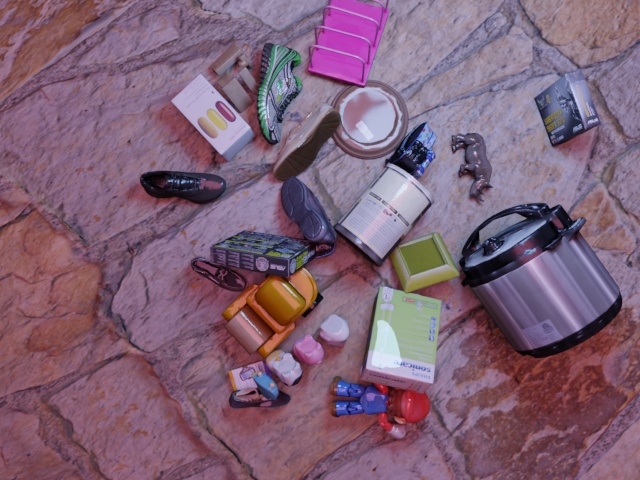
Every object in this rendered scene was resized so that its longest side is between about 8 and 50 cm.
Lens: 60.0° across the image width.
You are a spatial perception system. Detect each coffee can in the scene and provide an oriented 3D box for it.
[{"bbox_3d":[0.203,-0.081,1.790,0.201,0.201,0.275,41,88,3],"label":"coffee can"}]

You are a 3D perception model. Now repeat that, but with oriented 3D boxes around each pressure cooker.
[{"bbox_3d":[0.649,0.096,1.690,0.370,0.375,0.420,-36,88,2],"label":"pressure cooker"}]

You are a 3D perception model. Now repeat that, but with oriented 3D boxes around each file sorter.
[{"bbox_3d":[0.094,-0.696,1.814,0.202,0.182,0.290,17,81,5],"label":"file sorter"}]

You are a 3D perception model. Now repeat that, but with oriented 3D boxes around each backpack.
[{"bbox_3d":[0.317,-0.298,1.830,0.117,0.158,0.173,38,76,-6],"label":"backpack"},{"bbox_3d":[0.000,0.000,1.847,0.105,0.084,0.114,-18,80,2],"label":"backpack"}]

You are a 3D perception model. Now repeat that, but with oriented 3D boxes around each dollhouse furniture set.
[{"bbox_3d":[-0.285,-0.559,1.910,0.144,0.123,0.151,-42,52,-1],"label":"dollhouse furniture set"}]

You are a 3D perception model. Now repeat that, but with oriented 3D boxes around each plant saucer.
[{"bbox_3d":[0.165,-0.417,1.890,0.278,0.041,0.277,0,88,0],"label":"plant saucer"},{"bbox_3d":[0.333,0.059,1.811,0.188,0.045,0.188,-18,52,0],"label":"plant saucer"}]

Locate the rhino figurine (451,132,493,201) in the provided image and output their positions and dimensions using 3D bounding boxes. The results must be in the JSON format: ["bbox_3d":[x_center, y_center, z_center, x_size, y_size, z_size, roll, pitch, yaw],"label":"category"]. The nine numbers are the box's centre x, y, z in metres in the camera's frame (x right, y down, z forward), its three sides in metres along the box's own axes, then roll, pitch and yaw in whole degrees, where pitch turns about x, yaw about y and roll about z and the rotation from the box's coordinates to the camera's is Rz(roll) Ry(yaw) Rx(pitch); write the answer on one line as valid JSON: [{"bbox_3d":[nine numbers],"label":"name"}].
[{"bbox_3d":[0.518,-0.248,1.860,0.106,0.073,0.243,-15,88,3],"label":"rhino figurine"}]

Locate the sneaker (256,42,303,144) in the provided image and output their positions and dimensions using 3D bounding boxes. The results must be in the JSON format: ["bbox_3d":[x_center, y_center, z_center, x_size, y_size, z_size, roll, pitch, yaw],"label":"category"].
[{"bbox_3d":[-0.136,-0.489,1.852,0.146,0.134,0.343,6,87,-1],"label":"sneaker"}]

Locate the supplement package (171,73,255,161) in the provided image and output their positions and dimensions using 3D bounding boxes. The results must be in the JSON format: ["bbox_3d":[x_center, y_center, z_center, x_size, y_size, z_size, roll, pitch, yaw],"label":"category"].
[{"bbox_3d":[-0.352,-0.405,1.850,0.139,0.134,0.244,-44,87,-1],"label":"supplement package"}]

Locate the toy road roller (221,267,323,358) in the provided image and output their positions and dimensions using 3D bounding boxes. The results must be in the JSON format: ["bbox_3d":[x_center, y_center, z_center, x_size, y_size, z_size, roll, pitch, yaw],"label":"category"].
[{"bbox_3d":[-0.156,0.213,1.761,0.329,0.240,0.202,-44,87,-1],"label":"toy road roller"}]

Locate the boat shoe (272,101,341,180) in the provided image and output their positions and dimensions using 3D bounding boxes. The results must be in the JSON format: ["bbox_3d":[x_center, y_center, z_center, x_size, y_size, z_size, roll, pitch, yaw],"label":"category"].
[{"bbox_3d":[-0.060,-0.334,1.867,0.302,0.109,0.098,-49,51,9],"label":"boat shoe"}]

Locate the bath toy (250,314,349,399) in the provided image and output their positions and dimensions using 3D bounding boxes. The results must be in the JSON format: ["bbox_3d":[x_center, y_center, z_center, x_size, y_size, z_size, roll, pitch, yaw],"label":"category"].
[{"bbox_3d":[-0.053,0.373,1.791,0.348,0.129,0.151,-34,46,-18],"label":"bath toy"}]

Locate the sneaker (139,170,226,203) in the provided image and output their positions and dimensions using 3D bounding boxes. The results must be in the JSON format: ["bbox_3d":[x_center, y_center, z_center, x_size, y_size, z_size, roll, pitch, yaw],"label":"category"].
[{"bbox_3d":[-0.461,-0.183,1.843,0.286,0.130,0.109,-1,85,0],"label":"sneaker"}]

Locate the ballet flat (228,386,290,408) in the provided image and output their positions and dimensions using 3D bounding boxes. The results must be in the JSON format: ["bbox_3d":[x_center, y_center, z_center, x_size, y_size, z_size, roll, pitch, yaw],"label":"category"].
[{"bbox_3d":[-0.200,0.512,1.819,0.203,0.074,0.074,-2,87,-6],"label":"ballet flat"}]

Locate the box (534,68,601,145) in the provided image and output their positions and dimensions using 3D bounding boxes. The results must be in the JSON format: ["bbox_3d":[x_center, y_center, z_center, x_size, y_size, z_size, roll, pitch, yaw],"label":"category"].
[{"bbox_3d":[0.790,-0.420,1.784,0.056,0.231,0.183,-19,88,-3],"label":"box"}]

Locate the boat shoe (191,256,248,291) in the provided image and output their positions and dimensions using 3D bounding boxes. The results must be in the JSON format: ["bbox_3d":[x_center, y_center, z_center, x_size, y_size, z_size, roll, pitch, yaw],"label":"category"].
[{"bbox_3d":[-0.342,0.116,1.857,0.206,0.065,0.075,27,88,2],"label":"boat shoe"}]

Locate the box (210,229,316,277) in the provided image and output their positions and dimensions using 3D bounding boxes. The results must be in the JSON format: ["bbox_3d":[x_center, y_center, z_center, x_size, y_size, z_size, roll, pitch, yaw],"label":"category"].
[{"bbox_3d":[-0.176,0.037,1.747,0.270,0.216,0.060,8,108,19],"label":"box"}]

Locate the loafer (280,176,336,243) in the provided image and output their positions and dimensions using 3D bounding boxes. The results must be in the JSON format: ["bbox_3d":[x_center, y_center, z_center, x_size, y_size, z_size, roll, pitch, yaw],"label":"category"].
[{"bbox_3d":[-0.040,-0.091,1.806,0.109,0.095,0.302,-47,46,17],"label":"loafer"}]

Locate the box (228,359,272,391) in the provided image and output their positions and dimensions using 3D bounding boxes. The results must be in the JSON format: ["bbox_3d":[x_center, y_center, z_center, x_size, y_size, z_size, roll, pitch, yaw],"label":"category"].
[{"bbox_3d":[-0.232,0.456,1.858,0.136,0.028,0.081,-17,87,-2],"label":"box"}]

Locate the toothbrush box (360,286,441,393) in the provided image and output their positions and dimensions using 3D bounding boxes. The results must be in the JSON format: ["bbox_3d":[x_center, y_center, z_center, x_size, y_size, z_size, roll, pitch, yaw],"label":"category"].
[{"bbox_3d":[0.257,0.313,1.755,0.206,0.122,0.283,12,58,1],"label":"toothbrush box"}]

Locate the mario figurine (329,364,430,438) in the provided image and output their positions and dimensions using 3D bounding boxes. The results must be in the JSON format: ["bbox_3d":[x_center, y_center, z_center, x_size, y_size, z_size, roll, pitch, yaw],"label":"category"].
[{"bbox_3d":[0.199,0.527,1.822,0.321,0.170,0.198,3,123,11],"label":"mario figurine"}]
